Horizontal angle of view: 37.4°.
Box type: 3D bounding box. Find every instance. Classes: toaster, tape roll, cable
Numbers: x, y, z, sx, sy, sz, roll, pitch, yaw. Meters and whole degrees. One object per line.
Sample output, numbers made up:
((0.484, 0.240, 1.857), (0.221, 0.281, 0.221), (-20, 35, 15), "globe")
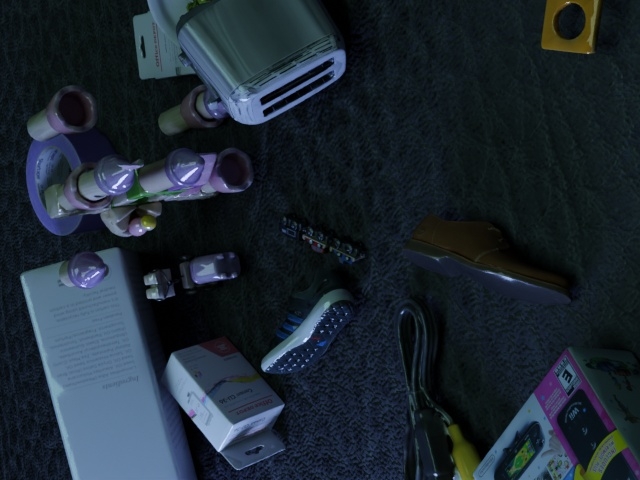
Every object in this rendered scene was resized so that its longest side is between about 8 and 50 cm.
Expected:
((-0.064, -0.257, 1.235), (0.146, 0.227, 0.129), (58, 173, 12), "toaster")
((-0.438, -0.107, 1.680), (0.189, 0.080, 0.189), (12, 108, 41), "tape roll")
((0.147, 0.220, 1.243), (0.139, 0.072, 0.287), (-34, 62, 59), "cable")

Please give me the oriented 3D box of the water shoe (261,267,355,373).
((-0.020, 0.118, 1.360), (0.203, 0.073, 0.080), (-46, 46, 35), "water shoe")

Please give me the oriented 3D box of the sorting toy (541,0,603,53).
((0.292, -0.365, 0.966), (0.196, 0.047, 0.347), (34, 120, 38), "sorting toy")

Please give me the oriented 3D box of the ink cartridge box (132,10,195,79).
((-0.201, -0.301, 1.427), (0.180, 0.060, 0.104), (2, 101, 42), "ink cartridge box")

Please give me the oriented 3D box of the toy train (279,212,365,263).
((0.000, 0.000, 1.330), (0.158, 0.027, 0.036), (24, 118, 38), "toy train")

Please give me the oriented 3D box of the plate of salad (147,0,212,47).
((-0.141, -0.344, 1.298), (0.200, 0.048, 0.199), (-1, 113, -2), "plate of salad")

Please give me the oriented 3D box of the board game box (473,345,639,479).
((0.302, 0.296, 0.984), (0.224, 0.098, 0.303), (-64, 32, 32), "board game box")

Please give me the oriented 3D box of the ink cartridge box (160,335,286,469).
((-0.139, 0.246, 1.453), (0.198, 0.115, 0.067), (44, 126, 26), "ink cartridge box")

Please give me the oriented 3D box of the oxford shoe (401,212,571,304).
((0.203, 0.017, 1.120), (0.212, 0.076, 0.076), (22, 74, 27), "oxford shoe")

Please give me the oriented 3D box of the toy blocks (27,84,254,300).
((-0.216, -0.073, 1.334), (0.260, 0.289, 0.308), (-12, 88, 49), "toy blocks")

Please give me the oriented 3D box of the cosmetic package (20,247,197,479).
((-0.328, 0.250, 1.531), (0.230, 0.162, 0.453), (134, 121, -85), "cosmetic package")
